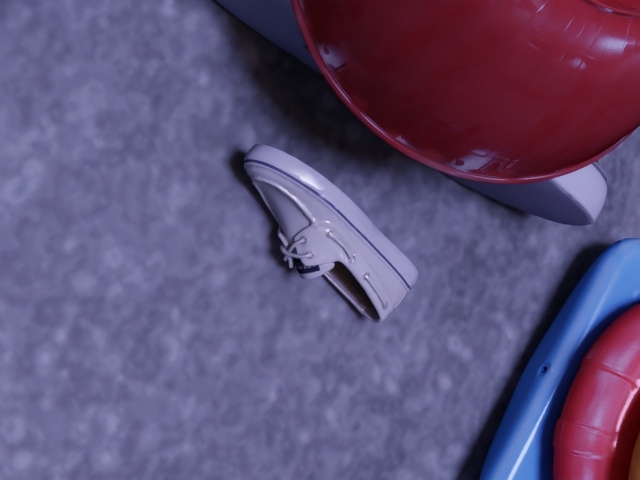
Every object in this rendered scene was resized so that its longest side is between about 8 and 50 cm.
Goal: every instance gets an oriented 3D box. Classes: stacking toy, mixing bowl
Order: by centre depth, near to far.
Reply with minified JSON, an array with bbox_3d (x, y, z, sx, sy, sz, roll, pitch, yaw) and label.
[{"bbox_3d":[0.087,-0.115,0.418,0.181,0.098,0.181,1,87,-19],"label":"mixing bowl"},{"bbox_3d":[0.224,0.108,0.465,0.166,0.302,0.175,36,76,-23],"label":"stacking toy"}]

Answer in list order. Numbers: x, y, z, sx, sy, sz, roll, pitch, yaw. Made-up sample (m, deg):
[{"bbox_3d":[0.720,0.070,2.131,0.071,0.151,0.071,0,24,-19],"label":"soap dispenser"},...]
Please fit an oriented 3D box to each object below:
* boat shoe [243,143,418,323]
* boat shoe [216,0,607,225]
[{"bbox_3d":[0.000,0.000,0.497,0.100,0.035,0.035,43,71,-29],"label":"boat shoe"},{"bbox_3d":[0.045,-0.090,0.496,0.228,0.080,0.076,32,79,-17],"label":"boat shoe"}]
